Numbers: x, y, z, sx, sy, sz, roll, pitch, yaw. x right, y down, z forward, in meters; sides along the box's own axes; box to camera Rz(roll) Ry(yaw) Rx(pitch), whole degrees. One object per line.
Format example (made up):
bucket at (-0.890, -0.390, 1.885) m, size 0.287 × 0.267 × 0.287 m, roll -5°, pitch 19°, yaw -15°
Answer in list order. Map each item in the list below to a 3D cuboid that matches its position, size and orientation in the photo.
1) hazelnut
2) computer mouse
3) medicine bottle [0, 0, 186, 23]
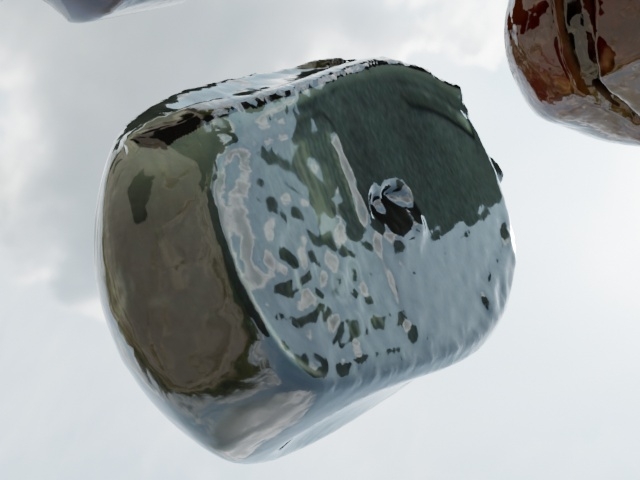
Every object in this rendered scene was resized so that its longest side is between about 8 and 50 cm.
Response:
hazelnut at (0.239, -0.155, 0.777) m, size 0.204 × 0.178 × 0.178 m, roll -12°, pitch -123°, yaw 38°
computer mouse at (-0.003, -0.001, 0.586) m, size 0.114 × 0.374 × 0.203 m, roll -21°, pitch -93°, yaw 30°
medicine bottle at (-0.264, -0.317, 1.044) m, size 0.242 × 0.243 × 0.395 m, roll -8°, pitch -164°, yaw 35°
